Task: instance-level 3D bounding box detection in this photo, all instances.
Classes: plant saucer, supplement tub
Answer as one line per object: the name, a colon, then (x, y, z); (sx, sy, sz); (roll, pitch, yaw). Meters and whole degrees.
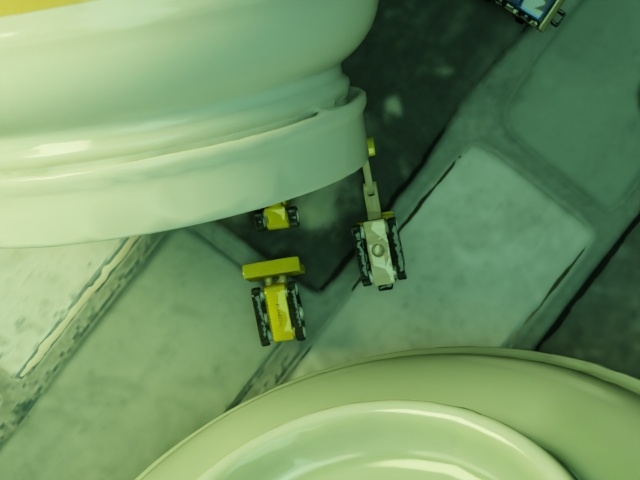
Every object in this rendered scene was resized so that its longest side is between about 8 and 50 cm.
plant saucer: (0.025, 0.179, 0.570); (0.401, 0.400, 0.100); (-25, 133, -2)
supplement tub: (-0.098, -0.172, 0.593); (0.228, 0.228, 0.316); (-11, 102, -4)

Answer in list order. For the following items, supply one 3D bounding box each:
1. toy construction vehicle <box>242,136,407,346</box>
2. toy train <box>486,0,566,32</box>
toy construction vehicle: (0.000, 0.000, 0.727); (0.086, 0.035, 0.098); (-12, 94, 8)
toy train: (0.062, -0.158, 0.712); (0.158, 0.036, 0.027); (31, 92, -7)
